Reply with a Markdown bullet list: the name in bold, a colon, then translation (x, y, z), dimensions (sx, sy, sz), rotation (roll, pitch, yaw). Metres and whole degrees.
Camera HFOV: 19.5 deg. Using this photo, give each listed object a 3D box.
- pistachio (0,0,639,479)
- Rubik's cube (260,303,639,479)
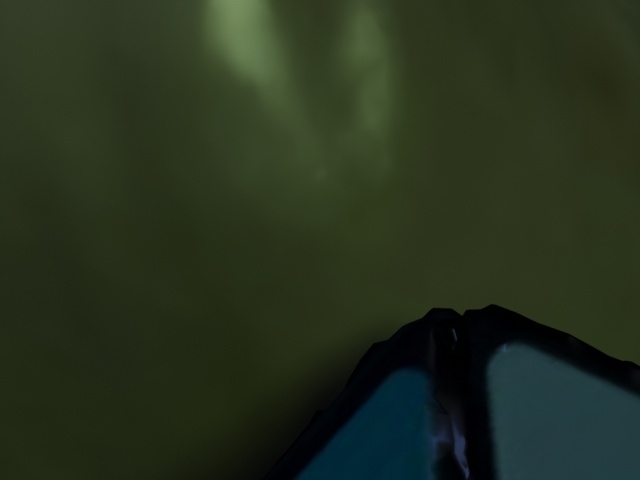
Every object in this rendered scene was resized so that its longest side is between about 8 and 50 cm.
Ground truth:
- **pistachio**: translation (0.000, 0.000, 0.604), dimensions (0.281, 0.445, 0.365), rotation (10, 56, 47)
- **Rubik's cube**: translation (0.073, 0.201, 0.382), dimensions (0.246, 0.248, 0.250), rotation (24, 62, 43)
